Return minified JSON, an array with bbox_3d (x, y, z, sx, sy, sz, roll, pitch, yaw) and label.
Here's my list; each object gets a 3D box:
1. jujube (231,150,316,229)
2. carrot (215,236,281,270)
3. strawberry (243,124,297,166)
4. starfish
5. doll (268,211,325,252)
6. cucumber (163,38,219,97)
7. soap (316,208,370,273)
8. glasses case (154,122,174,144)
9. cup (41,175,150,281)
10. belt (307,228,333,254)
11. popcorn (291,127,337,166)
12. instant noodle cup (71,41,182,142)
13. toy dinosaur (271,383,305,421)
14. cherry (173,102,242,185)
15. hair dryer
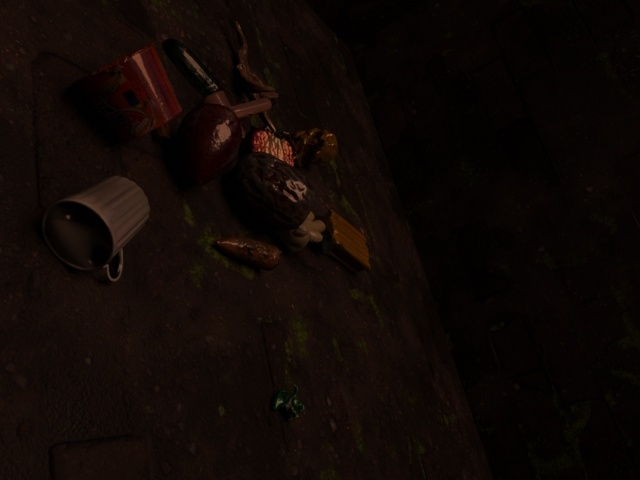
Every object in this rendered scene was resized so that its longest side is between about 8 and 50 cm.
[{"bbox_3d":[-0.170,-0.186,1.896,0.308,0.215,0.246,30,34,-12],"label":"jujube"},{"bbox_3d":[-0.247,0.035,1.764,0.263,0.102,0.101,20,49,-49],"label":"carrot"},{"bbox_3d":[-0.214,-0.292,2.107,0.233,0.138,0.306,10,75,-37],"label":"strawberry"},{"bbox_3d":[-0.276,-0.713,2.348,0.384,0.132,0.398,51,14,-44],"label":"starfish"},{"bbox_3d":[-0.079,-0.042,2.107,0.278,0.175,0.149,-25,123,-59],"label":"doll"},{"bbox_3d":[-0.474,-0.646,1.965,0.244,0.063,0.115,42,32,-38],"label":"cucumber"},{"bbox_3d":[0.110,0.014,2.476,0.324,0.096,0.204,37,36,-46],"label":"soap"},{"bbox_3d":[-0.510,-0.386,1.671,0.064,0.041,0.169,30,39,-73],"label":"glasses case"},{"bbox_3d":[-0.514,-0.029,1.237,0.167,0.221,0.202,26,28,-2],"label":"cup"},{"bbox_3d":[0.000,0.000,2.259,0.140,0.105,0.058,56,24,-43],"label":"belt"},{"bbox_3d":[-0.036,-0.446,2.511,0.254,0.191,0.190,-6,58,-56],"label":"popcorn"},{"bbox_3d":[-0.510,-0.399,1.459,0.192,0.250,0.250,63,23,-24],"label":"instant noodle cup"},{"bbox_3d":[-0.100,0.499,1.656,0.096,0.059,0.132,55,34,-9],"label":"toy dinosaur"},{"bbox_3d":[-0.357,-0.303,1.684,0.203,0.230,0.300,26,58,-20],"label":"cherry"},{"bbox_3d":[-0.279,-0.483,2.025,0.344,0.107,0.189,-31,93,-42],"label":"hair dryer"}]
